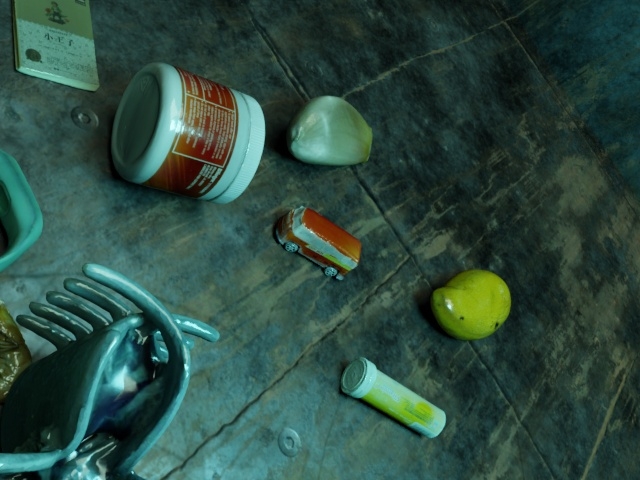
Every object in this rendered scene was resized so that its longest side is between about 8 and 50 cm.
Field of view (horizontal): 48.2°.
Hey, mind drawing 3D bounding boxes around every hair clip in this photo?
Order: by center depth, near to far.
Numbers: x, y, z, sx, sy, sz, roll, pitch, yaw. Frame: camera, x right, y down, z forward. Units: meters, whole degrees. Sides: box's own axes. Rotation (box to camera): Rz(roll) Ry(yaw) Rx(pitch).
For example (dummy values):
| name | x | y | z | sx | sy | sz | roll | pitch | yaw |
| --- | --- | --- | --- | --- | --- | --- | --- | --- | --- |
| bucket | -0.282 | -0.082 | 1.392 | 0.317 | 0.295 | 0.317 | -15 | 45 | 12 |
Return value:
| name | x | y | z | sx | sy | sz | roll | pitch | yaw |
| --- | --- | --- | --- | --- | --- | --- | --- | --- | --- |
| hair clip | -0.271 | 0.196 | 0.805 | 0.392 | 0.318 | 0.238 | 28 | 56 | -27 |

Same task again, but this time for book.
| name | x | y | z | sx | sy | sz | roll | pitch | yaw |
| --- | --- | --- | --- | --- | --- | --- | --- | --- | --- |
| book | -0.455 | -0.355 | 1.225 | 0.138 | 0.016 | 0.198 | 8 | 60 | -41 |

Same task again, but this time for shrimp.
| name | x | y | z | sx | sy | sz | roll | pitch | yaw |
| --- | --- | --- | --- | --- | --- | --- | --- | --- | --- |
| shrimp | -0.435 | 0.134 | 0.923 | 0.095 | 0.045 | 0.162 | -25 | 88 | -28 |

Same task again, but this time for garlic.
| name | x | y | z | sx | sy | sz | roll | pitch | yaw |
| --- | --- | --- | --- | --- | --- | --- | --- | --- | --- |
| garlic | 0.020 | -0.230 | 1.534 | 0.318 | 0.112 | 0.143 | -2 | 90 | -52 |

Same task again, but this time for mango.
| name | x | y | z | sx | sy | sz | roll | pitch | yaw |
| --- | --- | --- | --- | --- | --- | --- | --- | --- | --- |
| mango | 0.329 | 0.145 | 1.599 | 0.262 | 0.109 | 0.157 | -5 | 79 | -41 |

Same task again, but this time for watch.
| name | x | y | z | sx | sy | sz | roll | pitch | yaw |
| --- | --- | --- | --- | --- | --- | --- | --- | --- | --- |
| watch | -0.485 | -0.055 | 0.953 | 0.195 | 0.068 | 0.237 | -10 | 67 | -52 |

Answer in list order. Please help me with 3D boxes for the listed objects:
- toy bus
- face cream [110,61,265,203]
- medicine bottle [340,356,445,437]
| name | x | y | z | sx | sy | sz | roll | pitch | yaw |
| --- | --- | --- | --- | --- | --- | --- | --- | --- | --- |
| toy bus | 0.000 | 0.000 | 1.391 | 0.174 | 0.077 | 0.079 | 33 | 46 | -25 |
| face cream | -0.224 | -0.175 | 1.193 | 0.187 | 0.201 | 0.201 | 14 | 56 | -39 |
| medicine bottle | 0.140 | 0.300 | 1.343 | 0.218 | 0.074 | 0.074 | 35 | 45 | -26 |
